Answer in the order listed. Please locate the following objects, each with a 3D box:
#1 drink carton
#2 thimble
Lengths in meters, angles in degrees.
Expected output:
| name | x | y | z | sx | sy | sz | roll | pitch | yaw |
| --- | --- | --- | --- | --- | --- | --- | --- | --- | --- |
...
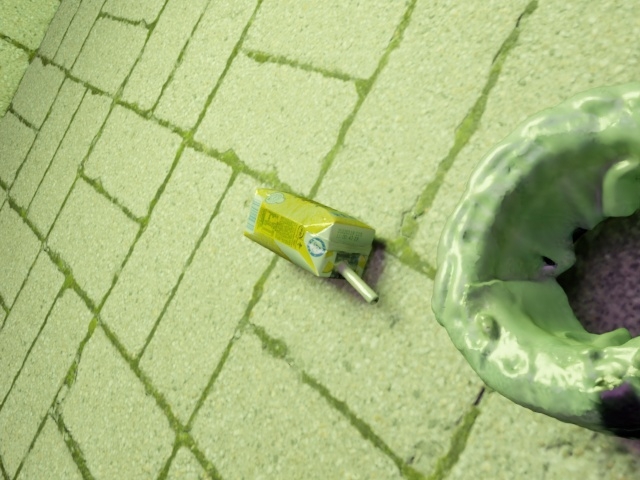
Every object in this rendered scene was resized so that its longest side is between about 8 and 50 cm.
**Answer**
| name | x | y | z | sx | sy | sz | roll | pitch | yaw |
| --- | --- | --- | --- | --- | --- | --- | --- | --- | --- |
| drink carton | 0.000 | 0.000 | 0.669 | 0.200 | 0.084 | 0.074 | 25 | 100 | 46 |
| thimble | 0.197 | 0.021 | 0.422 | 0.237 | 0.150 | 0.237 | -20 | 59 | 38 |
